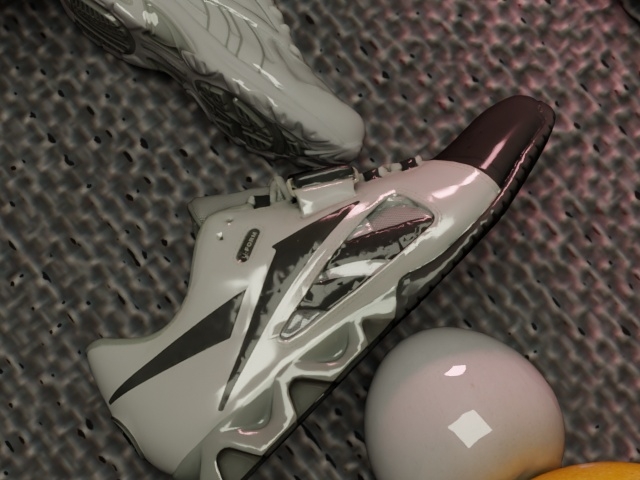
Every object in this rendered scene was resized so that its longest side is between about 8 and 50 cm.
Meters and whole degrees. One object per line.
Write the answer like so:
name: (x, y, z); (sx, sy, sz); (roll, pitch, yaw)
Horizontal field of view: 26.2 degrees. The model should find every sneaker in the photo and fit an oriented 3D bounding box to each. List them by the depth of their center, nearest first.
sneaker: (0.000, 0.000, 0.827); (0.330, 0.122, 0.146); (-43, 83, -15)
sneaker: (-0.054, -0.141, 0.892); (0.232, 0.090, 0.115); (36, 71, 6)

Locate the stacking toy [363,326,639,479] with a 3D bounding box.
stacking toy: (0.175, 0.236, 0.728); (0.350, 0.350, 0.480); (-24, 60, -10)
